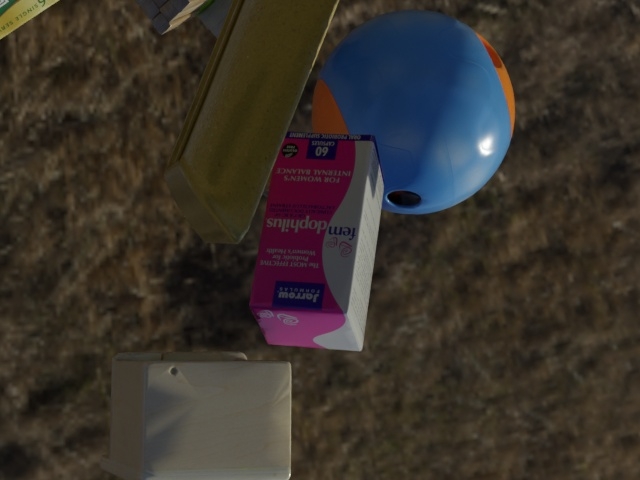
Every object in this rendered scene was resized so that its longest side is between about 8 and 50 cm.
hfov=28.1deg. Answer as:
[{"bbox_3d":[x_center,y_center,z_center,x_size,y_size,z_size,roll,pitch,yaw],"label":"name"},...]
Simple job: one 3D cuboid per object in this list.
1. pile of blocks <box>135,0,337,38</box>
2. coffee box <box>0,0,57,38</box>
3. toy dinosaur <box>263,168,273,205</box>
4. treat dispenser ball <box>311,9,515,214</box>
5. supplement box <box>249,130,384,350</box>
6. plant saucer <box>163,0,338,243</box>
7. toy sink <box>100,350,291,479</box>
[{"bbox_3d":[-0.102,-0.344,1.670,0.112,0.149,0.362,-35,160,31],"label":"pile of blocks"},{"bbox_3d":[-0.289,-0.236,0.984,0.113,0.040,0.184,-38,131,-18],"label":"coffee box"},{"bbox_3d":[-0.073,-0.080,1.787,0.211,0.112,0.064,-13,-169,30],"label":"toy dinosaur"},{"bbox_3d":[0.131,-0.181,1.807,0.288,0.288,0.288,-8,150,-5],"label":"treat dispenser ball"},{"bbox_3d":[0.000,0.000,1.416,0.111,0.220,0.114,3,155,11],"label":"supplement box"},{"bbox_3d":[-0.076,-0.165,1.312,0.081,0.333,0.333,23,176,-10],"label":"plant saucer"},{"bbox_3d":[-0.138,0.182,1.350,0.152,0.131,0.234,2,174,-19],"label":"toy sink"}]
